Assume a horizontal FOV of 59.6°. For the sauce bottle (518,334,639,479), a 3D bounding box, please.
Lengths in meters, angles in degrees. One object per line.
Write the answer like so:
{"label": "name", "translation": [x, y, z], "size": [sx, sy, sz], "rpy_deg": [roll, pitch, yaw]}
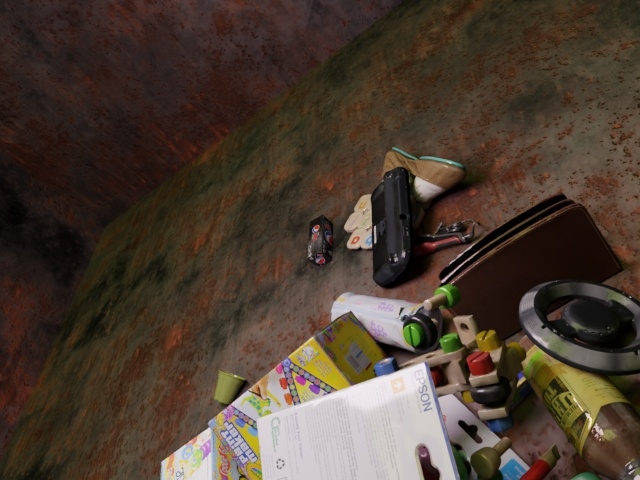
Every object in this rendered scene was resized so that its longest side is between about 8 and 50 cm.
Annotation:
{"label": "sauce bottle", "translation": [0.426, 0.274, 0.857], "size": [0.111, 0.111, 0.344], "rpy_deg": [-40, 31, 11]}

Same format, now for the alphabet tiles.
{"label": "alphabet tiles", "translation": [0.194, -0.085, 1.617], "size": [0.284, 0.021, 0.278], "rpy_deg": [-1, 51, 49]}

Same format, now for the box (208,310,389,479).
{"label": "box", "translation": [-0.021, 0.314, 1.138], "size": [0.279, 0.177, 0.290], "rpy_deg": [-41, -9, 15]}

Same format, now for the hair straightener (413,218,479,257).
{"label": "hair straightener", "translation": [0.295, -0.019, 1.394], "size": [0.230, 0.047, 0.089], "rpy_deg": [-22, 39, 43]}

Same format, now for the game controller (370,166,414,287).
{"label": "game controller", "translation": [0.183, -0.038, 1.457], "size": [0.166, 0.067, 0.319], "rpy_deg": [119, 159, -54]}

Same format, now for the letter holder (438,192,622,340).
{"label": "letter holder", "translation": [0.374, 0.034, 1.087], "size": [0.302, 0.214, 0.152], "rpy_deg": [-37, 33, 17]}

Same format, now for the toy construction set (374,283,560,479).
{"label": "toy construction set", "translation": [0.276, 0.240, 0.928], "size": [0.309, 0.237, 0.257], "rpy_deg": [55, 138, 20]}

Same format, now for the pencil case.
{"label": "pencil case", "translation": [0.146, 0.185, 1.280], "size": [0.273, 0.124, 0.113], "rpy_deg": [2, 83, 52]}

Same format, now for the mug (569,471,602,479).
{"label": "mug", "translation": [0.342, 0.413, 0.816], "size": [0.129, 0.097, 0.157], "rpy_deg": [-18, 42, 39]}

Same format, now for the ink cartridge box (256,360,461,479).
{"label": "ink cartridge box", "translation": [0.065, 0.389, 0.843], "size": [0.330, 0.071, 0.324], "rpy_deg": [-24, 55, 21]}

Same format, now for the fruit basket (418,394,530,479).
{"label": "fruit basket", "translation": [0.144, 0.421, 0.974], "size": [0.353, 0.165, 0.327], "rpy_deg": [-41, 39, -6]}

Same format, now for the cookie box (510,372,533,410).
{"label": "cookie box", "translation": [0.330, 0.265, 1.049], "size": [0.092, 0.040, 0.107], "rpy_deg": [-45, 33, 3]}

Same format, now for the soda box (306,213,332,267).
{"label": "soda box", "translation": [0.000, 0.000, 1.724], "size": [0.060, 0.053, 0.169], "rpy_deg": [-28, 37, 26]}

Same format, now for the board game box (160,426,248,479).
{"label": "board game box", "translation": [-0.173, 0.526, 1.135], "size": [0.142, 0.275, 0.144], "rpy_deg": [-38, 33, 14]}

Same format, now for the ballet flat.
{"label": "ballet flat", "translation": [0.266, -0.172, 1.527], "size": [0.342, 0.116, 0.124], "rpy_deg": [32, 99, 59]}

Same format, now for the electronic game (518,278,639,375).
{"label": "electronic game", "translation": [0.452, 0.139, 0.937], "size": [0.229, 0.048, 0.229], "rpy_deg": [-1, 33, 0]}

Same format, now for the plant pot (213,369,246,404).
{"label": "plant pot", "translation": [-0.261, 0.414, 1.564], "size": [0.083, 0.083, 0.079], "rpy_deg": [4, 70, 52]}
